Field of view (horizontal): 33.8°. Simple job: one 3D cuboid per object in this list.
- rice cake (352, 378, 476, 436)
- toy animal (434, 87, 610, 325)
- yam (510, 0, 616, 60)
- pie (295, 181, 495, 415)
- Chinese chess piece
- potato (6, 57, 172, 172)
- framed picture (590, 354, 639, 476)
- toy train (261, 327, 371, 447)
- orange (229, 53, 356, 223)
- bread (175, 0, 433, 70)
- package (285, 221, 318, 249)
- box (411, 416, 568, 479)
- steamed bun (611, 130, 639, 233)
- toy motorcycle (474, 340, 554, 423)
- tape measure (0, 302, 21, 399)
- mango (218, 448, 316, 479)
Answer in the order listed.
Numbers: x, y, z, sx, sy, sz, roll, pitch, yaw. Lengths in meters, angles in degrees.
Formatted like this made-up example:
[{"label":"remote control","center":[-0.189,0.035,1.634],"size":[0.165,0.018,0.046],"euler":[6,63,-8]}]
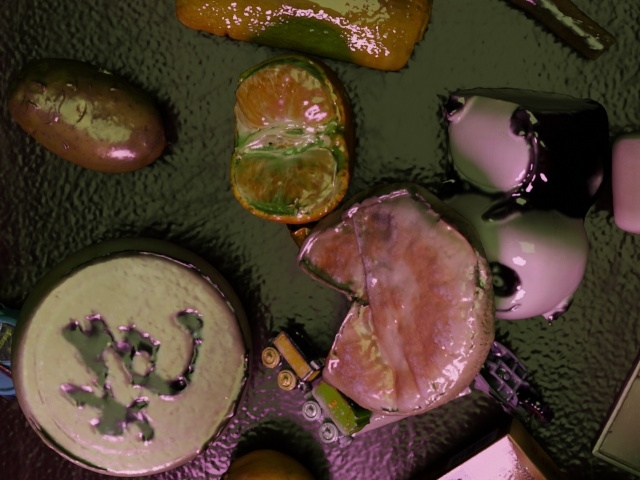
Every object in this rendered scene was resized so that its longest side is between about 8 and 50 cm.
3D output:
[{"label":"rice cake","center":[0.121,0.230,1.543],"size":[0.256,0.052,0.057],"euler":[-28,81,36]},{"label":"toy animal","center":[0.276,-0.045,1.462],"size":[0.251,0.251,0.310],"euler":[7,107,3]},{"label":"yam","center":[0.316,-0.344,1.508],"size":[0.241,0.057,0.057],"euler":[38,98,0]},{"label":"pie","center":[0.107,0.083,1.441],"size":[0.337,0.075,0.337],"euler":[7,102,35]},{"label":"Chinese chess piece","center":[-0.272,0.169,1.536],"size":[0.349,0.146,0.349],"euler":[-1,94,-9]},{"label":"potato","center":[-0.339,-0.183,1.551],"size":[0.251,0.113,0.149],"euler":[19,90,-7]},{"label":"framed picture","center":[0.518,0.263,1.586],"size":[0.150,0.015,0.203],"euler":[24,98,1]},{"label":"toy train","center":[-0.007,0.214,1.566],"size":[0.081,0.060,0.202],"euler":[-47,70,22]},{"label":"orange","center":[-0.039,-0.143,1.506],"size":[0.179,0.158,0.237],"euler":[-4,92,14]},{"label":"bread","center":[-0.032,-0.353,1.504],"size":[0.383,0.112,0.166],"euler":[13,97,2]},{"label":"package","center":[0.000,0.000,1.565],"size":[0.131,0.071,0.047],"euler":[21,101,0]},{"label":"box","center":[0.240,0.390,1.568],"size":[0.240,0.071,0.159],"euler":[-40,95,24]},{"label":"steamed bun","center":[0.501,-0.083,1.456],"size":[0.241,0.164,0.146],"euler":[-6,96,-37]},{"label":"toy motorcycle","center":[0.248,0.200,1.557],"size":[0.215,0.122,0.080],"euler":[44,74,-16]},{"label":"tape measure","center":[-0.482,0.169,1.617],"size":[0.146,0.081,0.125],"euler":[36,101,-1]},{"label":"mango","center":[-0.070,0.444,1.598],"size":[0.167,0.130,0.262],"euler":[-6,102,0]}]
